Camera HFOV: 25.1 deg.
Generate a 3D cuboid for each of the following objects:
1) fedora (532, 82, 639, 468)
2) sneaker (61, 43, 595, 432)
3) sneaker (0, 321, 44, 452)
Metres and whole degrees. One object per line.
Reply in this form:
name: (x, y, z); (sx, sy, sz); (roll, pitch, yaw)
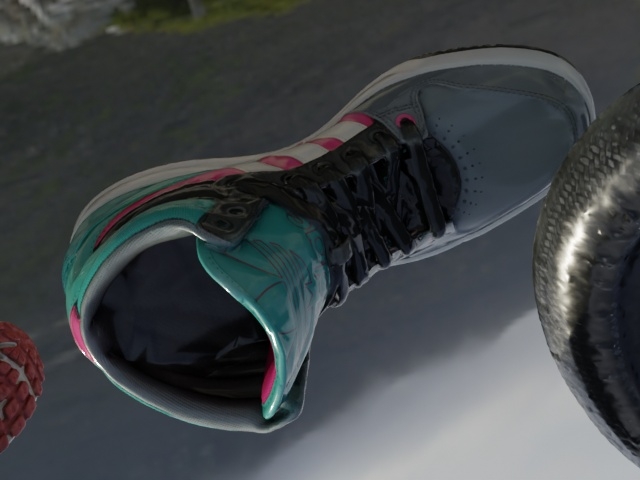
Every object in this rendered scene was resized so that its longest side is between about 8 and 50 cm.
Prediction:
fedora: (0.255, 0.007, 0.623); (0.334, 0.334, 0.152); (-20, -148, 44)
sneaker: (0.000, 0.000, 0.703); (0.296, 0.123, 0.178); (-20, -157, 11)
sneaker: (-0.278, 0.129, 0.920); (0.225, 0.088, 0.093); (-39, -164, -23)
